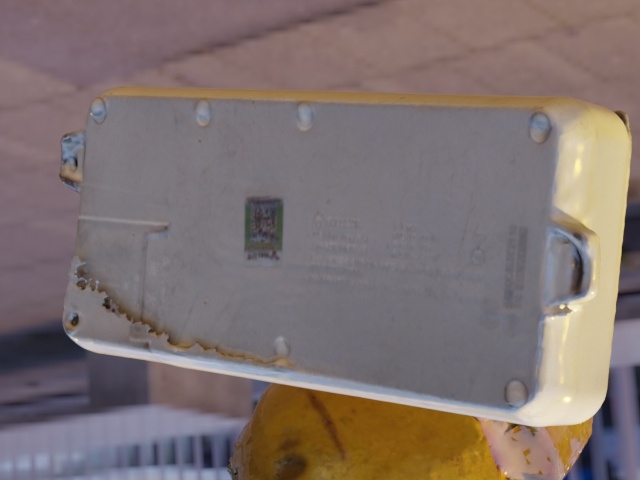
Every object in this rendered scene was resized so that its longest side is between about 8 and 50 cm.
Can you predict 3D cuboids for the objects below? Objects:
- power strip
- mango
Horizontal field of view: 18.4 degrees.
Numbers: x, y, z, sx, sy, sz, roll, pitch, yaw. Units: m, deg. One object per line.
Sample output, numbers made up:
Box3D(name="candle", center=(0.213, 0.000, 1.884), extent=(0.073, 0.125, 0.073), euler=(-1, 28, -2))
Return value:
Box3D(name="power strip", center=(0.000, 0.000, 0.537), extent=(0.192, 0.081, 0.035), euler=(5, -179, 41))
Box3D(name="mango", center=(0.061, 0.123, 1.156), extent=(0.167, 0.130, 0.262), euler=(28, -143, 24))
